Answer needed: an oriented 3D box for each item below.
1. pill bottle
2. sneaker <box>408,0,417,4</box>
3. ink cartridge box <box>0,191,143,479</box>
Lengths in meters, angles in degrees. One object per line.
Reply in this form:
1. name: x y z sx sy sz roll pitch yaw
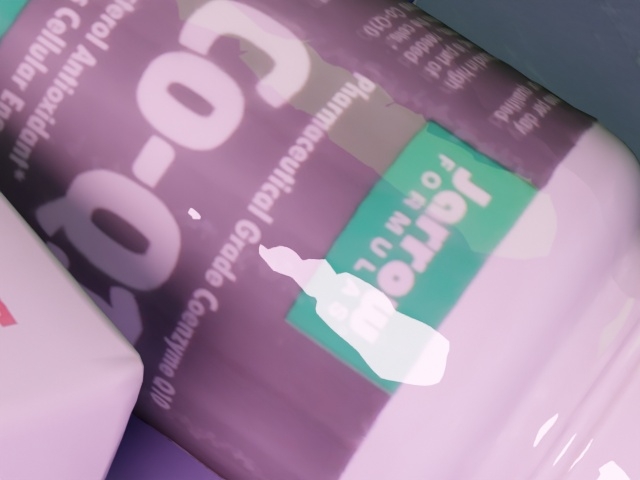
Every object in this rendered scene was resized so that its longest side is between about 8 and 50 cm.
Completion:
1. pill bottle: 0.000 0.000 0.624 0.361 0.204 0.204 34 32 9
2. sneaker: -0.012 -0.176 0.978 0.211 0.081 0.080 -12 52 -45
3. ink cartridge box: -0.285 0.032 0.395 0.385 0.160 0.279 -11 49 -46
